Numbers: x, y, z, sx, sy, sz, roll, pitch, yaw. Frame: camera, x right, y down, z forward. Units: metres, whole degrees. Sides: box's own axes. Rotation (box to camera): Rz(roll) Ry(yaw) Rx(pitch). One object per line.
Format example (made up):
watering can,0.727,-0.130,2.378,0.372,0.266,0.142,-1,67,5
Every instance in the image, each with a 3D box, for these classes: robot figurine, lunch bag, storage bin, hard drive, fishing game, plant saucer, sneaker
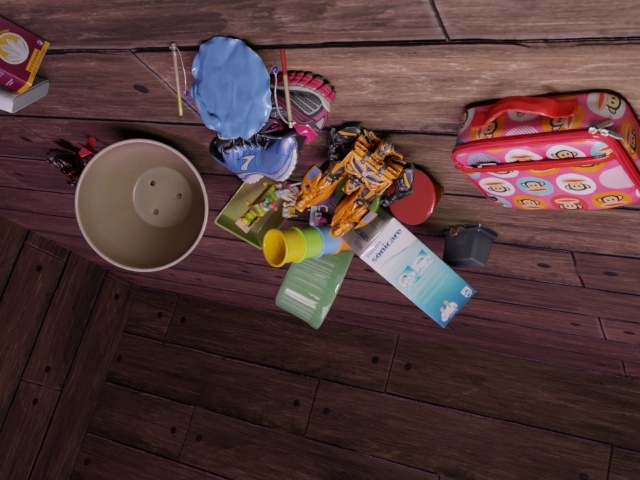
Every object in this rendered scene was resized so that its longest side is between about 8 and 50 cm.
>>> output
robot figurine,0.067,-0.120,1.514,0.211,0.085,0.291,37,144,-7
lunch bag,0.378,-0.154,1.202,0.293,0.120,0.258,-1,153,42
storage bin,0.365,0.016,1.813,0.098,0.091,0.135,26,161,-31
hard drive,-0.773,-0.361,1.549,0.308,0.040,0.203,18,-158,-6
fishing game,-0.156,-0.271,1.292,0.264,0.189,0.041,7,-155,31
plant saucer,-0.165,-0.092,1.868,0.188,0.188,0.045,33,-172,-45
sneaker,-0.143,-0.199,1.517,0.147,0.129,0.330,22,163,-28
sneaker,-0.121,-0.250,1.355,0.299,0.112,0.121,6,162,34

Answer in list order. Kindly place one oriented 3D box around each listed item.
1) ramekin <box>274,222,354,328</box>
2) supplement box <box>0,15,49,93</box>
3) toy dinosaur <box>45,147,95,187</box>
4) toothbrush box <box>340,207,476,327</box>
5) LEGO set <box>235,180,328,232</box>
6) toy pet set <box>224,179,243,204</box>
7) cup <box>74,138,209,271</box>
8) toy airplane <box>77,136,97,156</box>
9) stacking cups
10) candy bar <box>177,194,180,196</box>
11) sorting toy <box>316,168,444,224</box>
ramekin,-0.016,0.089,2.075,0.148,0.303,0.303,24,164,-1
supplement box,-0.654,-0.387,1.426,0.188,0.104,0.081,27,160,-33
toy dinosaur,-0.628,-0.184,2.095,0.322,0.164,0.218,4,-174,-29
toothbrush box,0.204,0.050,1.758,0.295,0.126,0.216,39,-176,-20
LEGO set,-0.077,-0.095,1.777,0.107,0.132,0.287,-7,179,42
toy pet set,-0.193,-0.101,1.902,0.114,0.065,0.122,-9,140,18
cup,-0.440,-0.103,1.886,0.331,0.331,0.237,17,-171,-2
toy airplane,-0.594,-0.218,1.951,0.151,0.151,0.028,18,-157,-6
stacking cups,0.000,0.000,1.836,0.316,0.096,0.096,-9,-174,-44
candy bar,-0.450,-0.147,2.190,0.040,0.018,0.161,9,162,13
sorting toy,0.138,-0.110,1.656,0.366,0.127,0.126,5,-169,42
